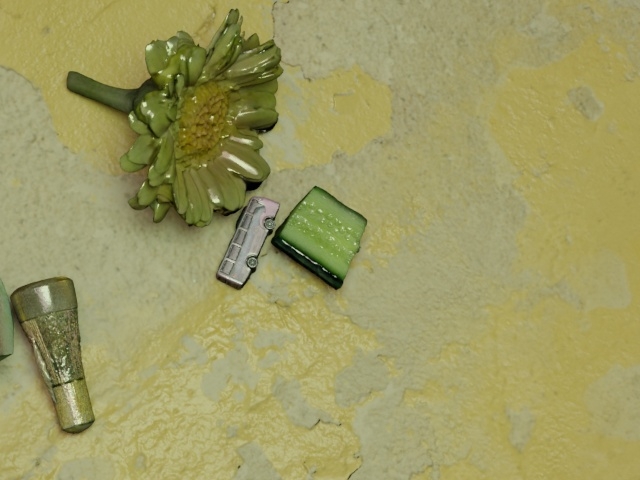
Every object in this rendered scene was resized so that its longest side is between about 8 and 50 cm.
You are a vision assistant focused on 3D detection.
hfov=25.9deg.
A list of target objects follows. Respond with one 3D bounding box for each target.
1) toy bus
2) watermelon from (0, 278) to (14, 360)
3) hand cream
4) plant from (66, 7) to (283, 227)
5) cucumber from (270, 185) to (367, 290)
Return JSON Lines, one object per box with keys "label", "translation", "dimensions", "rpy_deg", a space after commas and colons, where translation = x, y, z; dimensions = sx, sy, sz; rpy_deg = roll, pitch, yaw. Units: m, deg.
{"label": "toy bus", "translation": [-0.099, 0.002, 1.905], "dimensions": [0.052, 0.037, 0.131], "rpy_deg": [23, 74, 1]}
{"label": "watermelon", "translation": [-0.516, 0.037, 1.742], "dimensions": [0.224, 0.180, 0.305], "rpy_deg": [-21, 79, -29]}
{"label": "hand cream", "translation": [-0.339, 0.152, 1.807], "dimensions": [0.084, 0.084, 0.203], "rpy_deg": [-14, 87, -14]}
{"label": "plant", "translation": [-0.189, -0.143, 1.858], "dimensions": [0.297, 0.306, 0.261], "rpy_deg": [-17, 90, 23]}
{"label": "cucumber", "translation": [0.000, 0.000, 1.910], "dimensions": [0.115, 0.062, 0.116], "rpy_deg": [36, 53, -2]}
